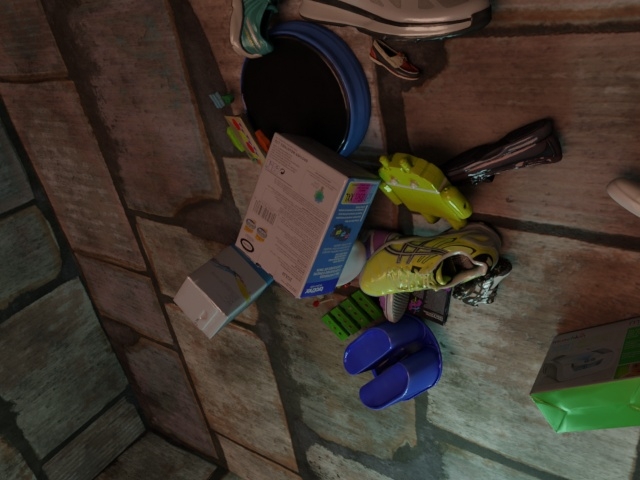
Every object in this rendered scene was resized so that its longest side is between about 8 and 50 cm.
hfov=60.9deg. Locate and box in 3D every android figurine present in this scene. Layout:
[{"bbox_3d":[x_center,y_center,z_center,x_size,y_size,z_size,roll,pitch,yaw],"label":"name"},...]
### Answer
[{"bbox_3d":[0.240,-0.118,1.294,0.248,0.056,0.273,20,165,48],"label":"android figurine"}]

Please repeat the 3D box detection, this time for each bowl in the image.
[{"bbox_3d":[-0.053,-0.372,1.442,0.391,0.077,0.391,21,131,27],"label":"bowl"}]

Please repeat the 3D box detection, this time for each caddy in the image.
[{"bbox_3d":[0.229,0.372,1.679,0.241,0.179,0.341,62,142,19],"label":"caddy"}]

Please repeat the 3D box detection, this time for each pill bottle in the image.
[{"bbox_3d":[0.000,0.000,1.561,0.265,0.153,0.153,44,144,42],"label":"pill bottle"}]

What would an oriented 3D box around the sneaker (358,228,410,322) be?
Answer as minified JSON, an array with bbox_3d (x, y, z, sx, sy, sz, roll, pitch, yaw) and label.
[{"bbox_3d":[0.172,0.096,1.588,0.161,0.102,0.281,11,115,38],"label":"sneaker"}]

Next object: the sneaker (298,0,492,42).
[{"bbox_3d":[0.132,-0.557,1.085,0.448,0.169,0.257,22,133,29],"label":"sneaker"}]

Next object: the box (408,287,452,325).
[{"bbox_3d":[0.314,0.160,1.559,0.116,0.029,0.162,21,130,28],"label":"box"}]

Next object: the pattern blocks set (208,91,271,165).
[{"bbox_3d":[-0.203,-0.289,1.583,0.285,0.026,0.324,32,156,51],"label":"pattern blocks set"}]

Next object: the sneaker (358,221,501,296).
[{"bbox_3d":[0.258,0.062,1.379,0.385,0.147,0.145,-23,107,29],"label":"sneaker"}]

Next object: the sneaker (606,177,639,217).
[{"bbox_3d":[0.702,-0.075,1.025,0.290,0.106,0.123,26,124,13],"label":"sneaker"}]

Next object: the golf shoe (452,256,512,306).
[{"bbox_3d":[0.434,0.111,1.403,0.094,0.077,0.198,37,143,-8],"label":"golf shoe"}]

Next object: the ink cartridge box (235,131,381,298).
[{"bbox_3d":[-0.052,-0.038,1.379,0.270,0.151,0.395,37,114,34],"label":"ink cartridge box"}]

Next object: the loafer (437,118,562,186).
[{"bbox_3d":[0.383,-0.165,1.214,0.303,0.109,0.095,-22,109,44],"label":"loafer"}]

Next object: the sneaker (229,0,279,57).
[{"bbox_3d":[-0.151,-0.586,1.323,0.110,0.107,0.275,5,100,19],"label":"sneaker"}]

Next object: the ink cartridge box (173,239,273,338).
[{"bbox_3d":[-0.337,0.168,1.924,0.197,0.270,0.198,46,137,3],"label":"ink cartridge box"}]

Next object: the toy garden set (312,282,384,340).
[{"bbox_3d":[0.075,0.202,1.776,0.204,0.049,0.244,46,139,0],"label":"toy garden set"}]

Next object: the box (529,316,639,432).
[{"bbox_3d":[0.650,0.304,1.233,0.262,0.231,0.126,-29,99,48],"label":"box"}]

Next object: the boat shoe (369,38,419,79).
[{"bbox_3d":[0.172,-0.414,1.249,0.137,0.049,0.043,37,134,20],"label":"boat shoe"}]
